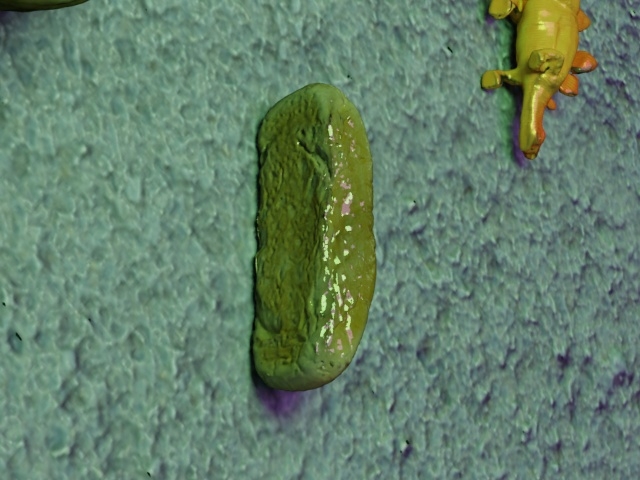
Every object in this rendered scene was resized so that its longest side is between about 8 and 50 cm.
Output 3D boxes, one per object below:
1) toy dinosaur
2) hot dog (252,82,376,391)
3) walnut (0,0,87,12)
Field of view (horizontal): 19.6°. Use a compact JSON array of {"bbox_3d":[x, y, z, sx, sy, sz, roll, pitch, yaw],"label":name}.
[{"bbox_3d":[0.209,-0.208,1.706,0.117,0.070,0.288,24,66,-50],"label":"toy dinosaur"},{"bbox_3d":[0.000,0.000,1.426,0.073,0.084,0.243,16,66,-39],"label":"hot dog"},{"bbox_3d":[-0.204,-0.286,1.210,0.283,0.227,0.283,6,79,-32],"label":"walnut"}]
